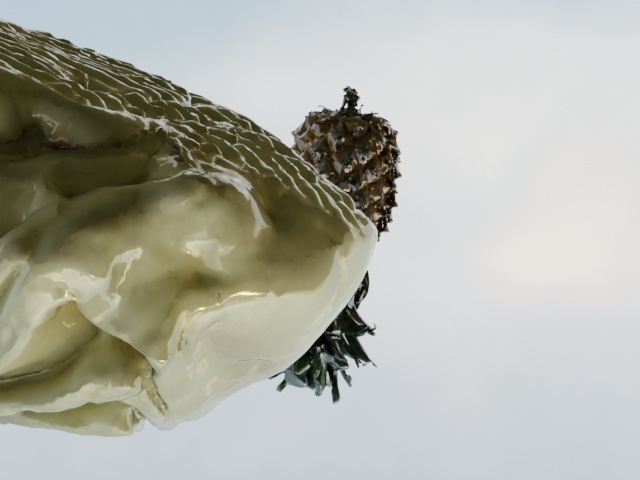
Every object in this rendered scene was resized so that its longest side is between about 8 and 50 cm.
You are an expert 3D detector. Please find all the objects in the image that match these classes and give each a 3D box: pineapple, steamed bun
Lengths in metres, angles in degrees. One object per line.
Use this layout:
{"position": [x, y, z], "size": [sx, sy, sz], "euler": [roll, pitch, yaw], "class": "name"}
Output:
{"position": [0.000, 0.001, 1.317], "size": [0.103, 0.221, 0.083], "euler": [7, -175, -39], "class": "pineapple"}
{"position": [-0.154, 0.004, 1.006], "size": [0.289, 0.203, 0.276], "euler": [15, -165, -38], "class": "steamed bun"}
